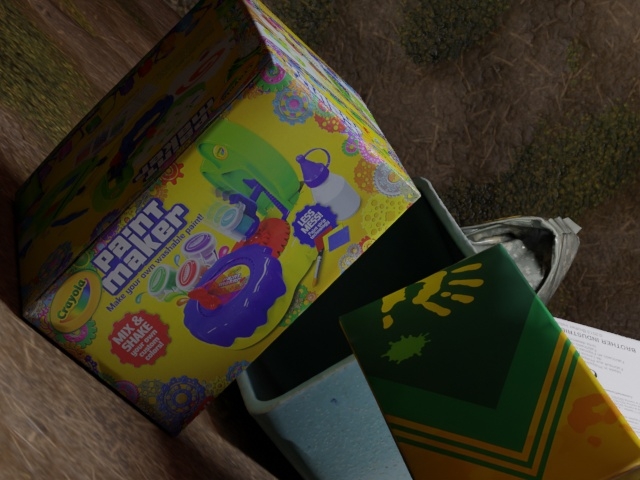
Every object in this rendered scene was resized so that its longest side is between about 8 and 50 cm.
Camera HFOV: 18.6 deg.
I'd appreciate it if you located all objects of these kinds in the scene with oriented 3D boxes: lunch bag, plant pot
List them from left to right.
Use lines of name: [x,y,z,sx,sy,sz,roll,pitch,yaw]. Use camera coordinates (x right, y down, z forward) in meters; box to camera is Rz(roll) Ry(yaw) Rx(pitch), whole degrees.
plant pot: [0.073,0.138,1.869,0.252,0.248,0.247,60,1,-28]
lunch bag: [0.233,0.064,2.726,0.169,0.287,0.235,47,10,11]

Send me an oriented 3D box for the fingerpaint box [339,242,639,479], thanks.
fingerpaint box: [0.204,0.279,1.544,0.371,0.163,0.445,-116,-179,-64]

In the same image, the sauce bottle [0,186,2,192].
sauce bottle: [-0.323,-0.080,1.664,0.128,0.042,0.042,43,9,-1]

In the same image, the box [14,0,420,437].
box: [-0.101,-0.039,1.678,0.177,0.290,0.279,42,10,-22]

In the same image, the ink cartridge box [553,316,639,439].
ink cartridge box: [0.318,0.283,2.043,0.270,0.151,0.395,16,37,-16]
